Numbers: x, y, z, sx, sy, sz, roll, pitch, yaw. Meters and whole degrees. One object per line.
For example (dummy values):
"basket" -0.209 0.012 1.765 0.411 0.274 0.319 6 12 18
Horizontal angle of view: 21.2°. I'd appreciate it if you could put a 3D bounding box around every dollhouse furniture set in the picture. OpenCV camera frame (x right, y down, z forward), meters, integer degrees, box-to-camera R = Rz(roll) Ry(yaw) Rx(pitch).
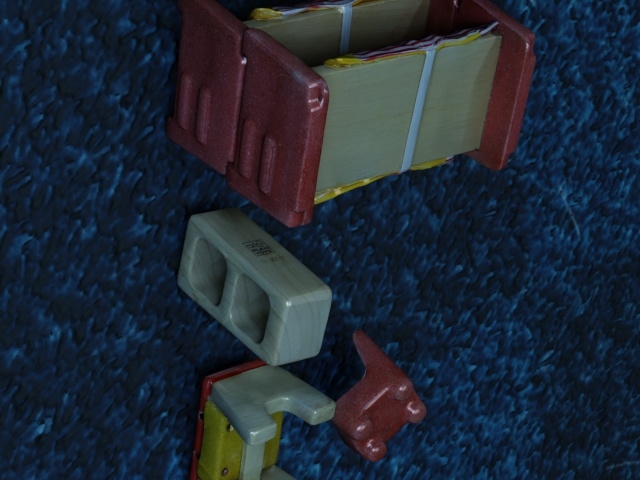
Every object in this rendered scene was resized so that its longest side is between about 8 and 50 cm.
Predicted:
"dollhouse furniture set" 0.000 0.000 1.223 0.201 0.152 0.374 -15 128 -36
